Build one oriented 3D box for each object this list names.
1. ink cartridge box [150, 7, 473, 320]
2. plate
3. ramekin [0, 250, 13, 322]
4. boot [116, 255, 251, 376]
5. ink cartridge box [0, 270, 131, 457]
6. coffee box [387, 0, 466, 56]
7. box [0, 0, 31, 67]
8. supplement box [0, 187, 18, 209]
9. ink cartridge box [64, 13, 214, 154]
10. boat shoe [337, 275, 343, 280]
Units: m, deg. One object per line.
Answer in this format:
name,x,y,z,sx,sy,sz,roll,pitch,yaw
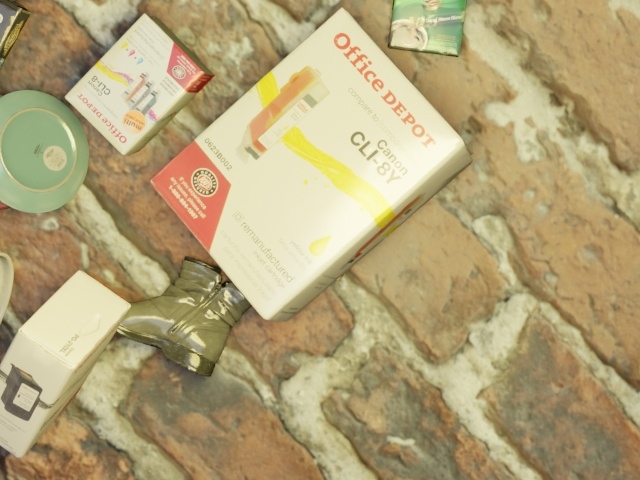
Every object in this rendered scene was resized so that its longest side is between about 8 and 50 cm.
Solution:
ink cartridge box,-0.009,-0.107,1.833,0.384,0.160,0.279,-41,79,5
plate,-0.429,-0.136,1.878,0.188,0.024,0.188,5,83,-38
ramekin,-0.563,0.094,1.880,0.109,0.207,0.207,22,96,8
boot,-0.238,0.093,1.941,0.246,0.083,0.161,27,84,-1
ink cartridge box,-0.401,0.183,1.847,0.100,0.172,0.237,36,127,0
coffee box,0.166,-0.377,1.883,0.113,0.040,0.184,8,96,1
box,-0.644,-0.299,1.903,0.293,0.073,0.296,31,97,-1
supplement box,-0.527,-0.088,1.864,0.188,0.080,0.104,-16,97,-41
ink cartridge box,-0.270,-0.232,1.869,0.128,0.127,0.176,45,97,-4
boat shoe,0.000,0.000,1.929,0.049,0.043,0.137,-23,94,6
